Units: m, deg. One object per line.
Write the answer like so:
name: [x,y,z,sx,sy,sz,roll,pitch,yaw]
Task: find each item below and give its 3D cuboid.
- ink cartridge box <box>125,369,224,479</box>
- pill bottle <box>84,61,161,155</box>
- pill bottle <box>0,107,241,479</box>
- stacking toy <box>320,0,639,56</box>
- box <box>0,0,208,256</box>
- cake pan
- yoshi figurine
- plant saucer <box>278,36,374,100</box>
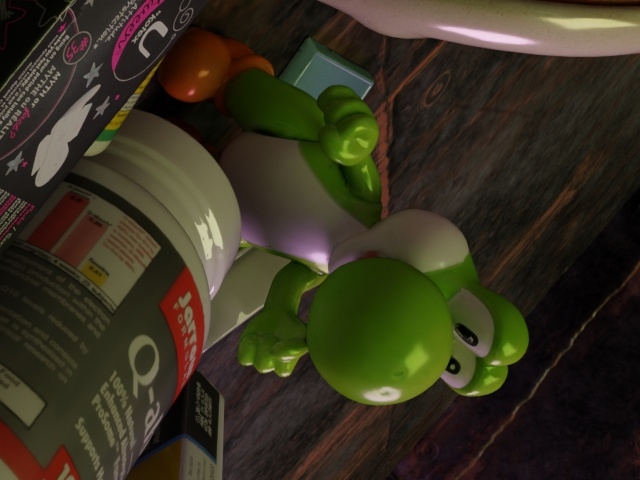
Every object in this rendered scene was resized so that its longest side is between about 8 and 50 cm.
ink cartridge box: [-0.221,0.292,1.409,0.307,0.072,0.304,-33,-152,16]
pill bottle: [-0.134,-0.167,0.981,0.208,0.117,0.117,-56,162,13]
pill bottle: [-0.196,0.071,1.033,0.363,0.210,0.210,-59,173,-49]
stacking toy: [0.143,-0.387,1.046,0.350,0.350,0.480,-27,134,-53]
box: [-0.209,-0.101,0.847,0.247,0.163,0.142,-51,166,-2]
cake pan: [-0.104,0.065,1.431,0.293,0.054,0.293,-37,180,0]
yoshi figurine: [-0.009,-0.002,1.206,0.203,0.362,0.203,-45,162,-20]
plant saucer: [0.006,-0.150,1.527,0.067,0.018,0.192,-54,163,8]
